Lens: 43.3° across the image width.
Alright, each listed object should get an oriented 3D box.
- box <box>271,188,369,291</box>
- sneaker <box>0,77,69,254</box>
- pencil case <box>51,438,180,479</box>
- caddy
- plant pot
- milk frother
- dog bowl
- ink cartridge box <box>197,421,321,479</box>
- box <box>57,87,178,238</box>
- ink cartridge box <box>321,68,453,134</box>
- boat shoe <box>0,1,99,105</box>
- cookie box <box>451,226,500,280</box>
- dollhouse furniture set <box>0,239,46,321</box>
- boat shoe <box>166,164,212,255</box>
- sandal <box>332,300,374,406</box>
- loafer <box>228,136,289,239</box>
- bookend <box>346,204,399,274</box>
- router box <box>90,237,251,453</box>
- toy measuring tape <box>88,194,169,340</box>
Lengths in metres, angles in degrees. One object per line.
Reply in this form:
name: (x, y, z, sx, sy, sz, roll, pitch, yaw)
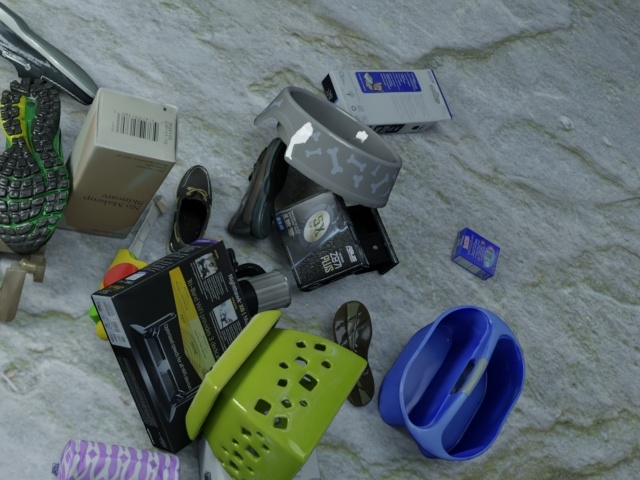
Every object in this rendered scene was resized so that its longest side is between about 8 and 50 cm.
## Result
box: (0.000, 0.000, 1.706, 0.077, 0.147, 0.180, 22, 48, -74)
sneaker: (-0.519, -0.122, 1.474, 0.134, 0.146, 0.344, 1, 59, -11)
pencil case: (-0.339, 0.390, 1.354, 0.206, 0.086, 0.088, 14, 53, -23)
caddy: (0.282, 0.298, 1.680, 0.241, 0.179, 0.341, 40, 62, -4)
plant pot: (-0.087, 0.268, 1.344, 0.207, 0.228, 0.227, 36, 49, 5)
milk frother: (-0.134, 0.079, 1.603, 0.134, 0.143, 0.129, -16, 67, -33)
dog bowl: (0.027, -0.214, 1.768, 0.348, 0.102, 0.349, 31, 18, -11)
ink cartridge box: (-0.102, 0.470, 1.431, 0.197, 0.114, 0.273, 5, 63, -27)
box: (-0.376, -0.130, 1.467, 0.148, 0.311, 0.121, 10, 60, -25)
ink cartridge box: (0.174, -0.356, 2.065, 0.332, 0.065, 0.165, -8, 69, -31)
boat shoe: (-0.578, -0.364, 1.620, 0.302, 0.091, 0.114, 41, 8, -3)
cookie box: (0.384, 0.033, 1.992, 0.107, 0.040, 0.092, 31, 54, -13)
dollhouse furniture set: (-0.571, 0.064, 1.432, 0.144, 0.123, 0.151, 10, 26, -26)
boat shoe: (-0.259, -0.065, 1.654, 0.081, 0.068, 0.228, 18, 57, -21)
sandal: (0.066, 0.237, 1.694, 0.090, 0.060, 0.219, -5, 82, -26)
loafer: (-0.133, -0.122, 1.748, 0.084, 0.096, 0.267, 2, 54, 17)
bookend: (0.070, 0.006, 1.805, 0.157, 0.072, 0.156, -10, 71, -33)
router box: (-0.238, 0.182, 1.447, 0.243, 0.081, 0.309, -29, 109, -37)
toy measuring tape: (-0.326, 0.049, 1.521, 0.121, 0.121, 0.330, 30, 54, -13)
